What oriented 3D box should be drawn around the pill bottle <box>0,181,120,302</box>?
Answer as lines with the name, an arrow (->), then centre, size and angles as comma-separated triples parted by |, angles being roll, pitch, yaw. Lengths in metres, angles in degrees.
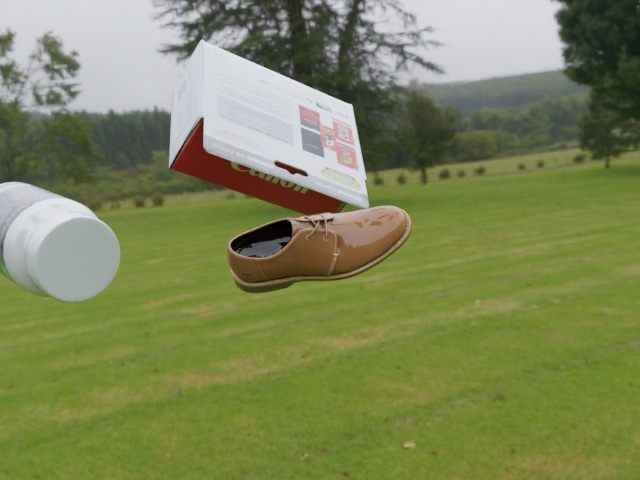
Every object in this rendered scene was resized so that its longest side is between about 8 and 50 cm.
pill bottle -> -0.577, 0.001, 1.460 | 0.204, 0.204, 0.361 | -16, 21, -39

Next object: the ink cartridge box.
ink cartridge box -> -0.088, -0.156, 1.188 | 0.310, 0.271, 0.130 | 18, -46, -27

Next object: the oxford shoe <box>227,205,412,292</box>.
oxford shoe -> 0.000, 0.000, 0.777 | 0.213, 0.076, 0.076 | -17, 55, -4
